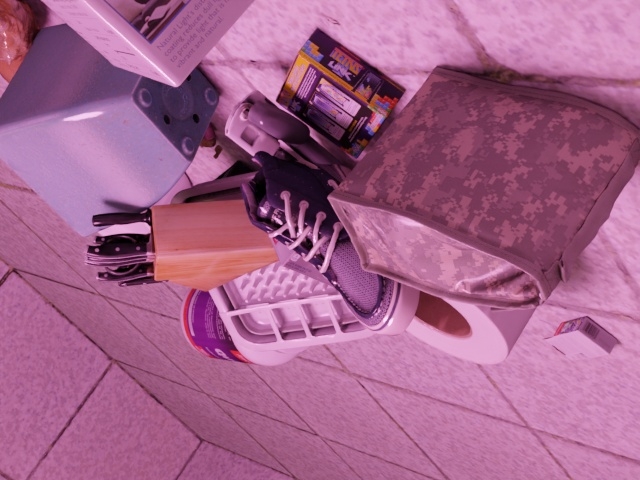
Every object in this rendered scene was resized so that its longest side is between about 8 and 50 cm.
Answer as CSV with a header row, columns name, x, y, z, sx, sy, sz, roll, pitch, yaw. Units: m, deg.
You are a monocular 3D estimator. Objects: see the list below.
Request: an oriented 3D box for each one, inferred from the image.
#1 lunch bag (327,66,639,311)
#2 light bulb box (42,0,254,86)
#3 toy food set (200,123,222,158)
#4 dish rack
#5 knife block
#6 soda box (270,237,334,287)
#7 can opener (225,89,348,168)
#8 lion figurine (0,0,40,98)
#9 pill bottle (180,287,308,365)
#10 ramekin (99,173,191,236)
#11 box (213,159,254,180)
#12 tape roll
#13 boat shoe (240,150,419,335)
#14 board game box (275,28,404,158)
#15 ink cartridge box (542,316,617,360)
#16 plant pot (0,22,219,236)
name,x,y,z,sx,sy,sz,roll,pitch,yaw
lunch bag,0.201,-0.050,1.461,0.287,0.235,0.169,18,149,39
light bulb box,-0.244,-0.367,1.331,0.361,0.225,0.358,42,175,-22
toy food set,-0.204,-0.188,2.107,0.122,0.019,0.078,43,160,-2
dish rack,-0.062,0.022,2.083,0.286,0.072,0.333,-9,122,26
knife block,-0.208,-0.005,1.934,0.276,0.088,0.242,-23,154,32
soda box,0.052,0.022,1.920,0.263,0.092,0.083,24,-152,-39
can opener,-0.029,-0.117,1.809,0.095,0.076,0.283,33,178,40
lion figurine,-0.512,-0.300,2.157,0.240,0.142,0.392,30,167,27
pill bottle,-0.135,0.153,2.542,0.181,0.181,0.323,43,159,-23
ramekin,-0.371,-0.104,2.387,0.277,0.135,0.277,29,160,12
box,-0.133,-0.022,2.260,0.184,0.103,0.261,35,160,-11
tape roll,0.191,0.033,1.768,0.246,0.169,0.246,31,160,12
boat shoe,0.000,0.000,1.651,0.158,0.127,0.340,12,-156,-25
board game box,0.022,-0.190,1.699,0.141,0.048,0.170,37,161,-1
ink cartridge box,0.388,0.149,1.935,0.063,0.029,0.115,37,161,-8
plant pot,-0.304,-0.191,1.946,0.252,0.248,0.247,-12,134,36
